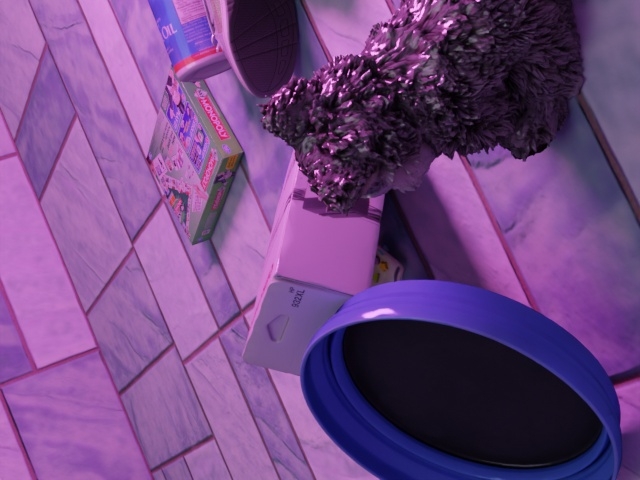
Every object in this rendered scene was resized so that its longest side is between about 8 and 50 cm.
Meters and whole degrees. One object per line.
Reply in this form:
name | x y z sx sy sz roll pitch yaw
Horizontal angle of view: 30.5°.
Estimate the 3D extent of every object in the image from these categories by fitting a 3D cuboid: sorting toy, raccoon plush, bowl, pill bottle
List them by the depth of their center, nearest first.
raccoon plush | 0.101 -0.231 1.202 0.216 0.299 0.446 46 145 40
bowl | 0.169 0.196 1.402 0.391 0.077 0.391 17 141 14
sorting toy | 0.089 0.041 1.710 0.075 0.045 0.083 33 127 33
pill bottle | -0.210 -0.378 1.890 0.124 0.124 0.222 -25 85 64

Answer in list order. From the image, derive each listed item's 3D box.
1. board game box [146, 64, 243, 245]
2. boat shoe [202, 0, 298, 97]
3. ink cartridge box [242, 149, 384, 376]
board game box | -0.241 -0.158 2.191 0.214 0.046 0.317 60 152 18
boat shoe | -0.124 -0.366 1.723 0.103 0.118 0.320 24 139 59
ink cartridge box | 0.000 0.000 1.570 0.223 0.129 0.307 112 171 -53
